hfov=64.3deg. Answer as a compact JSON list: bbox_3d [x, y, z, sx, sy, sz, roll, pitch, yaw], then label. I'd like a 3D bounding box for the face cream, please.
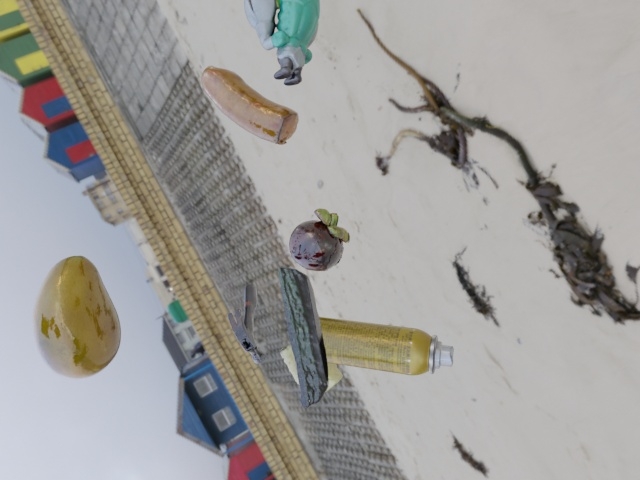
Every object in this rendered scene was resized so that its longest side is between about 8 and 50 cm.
[{"bbox_3d":[0.120,0.238,1.146,0.349,0.105,0.104,4,135,19],"label":"face cream"}]

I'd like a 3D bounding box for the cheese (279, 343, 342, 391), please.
[{"bbox_3d":[-0.027,0.354,1.450,0.167,0.123,0.094,56,170,9],"label":"cheese"}]

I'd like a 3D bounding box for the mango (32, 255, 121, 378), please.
[{"bbox_3d":[-0.571,0.186,1.196,0.211,0.173,0.317,-83,-2,-58],"label":"mango"}]

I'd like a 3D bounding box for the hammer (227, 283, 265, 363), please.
[{"bbox_3d":[-0.197,0.197,1.384,0.137,0.037,0.289,60,-174,-24],"label":"hammer"}]

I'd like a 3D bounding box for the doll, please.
[{"bbox_3d":[-0.085,-0.490,1.145,0.153,0.258,0.195,-1,143,33],"label":"doll"}]

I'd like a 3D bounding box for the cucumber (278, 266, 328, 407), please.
[{"bbox_3d":[-0.021,0.150,0.814,0.070,0.046,0.219,31,-132,-74],"label":"cucumber"}]

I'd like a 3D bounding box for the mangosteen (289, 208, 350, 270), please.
[{"bbox_3d":[0.000,0.000,1.436,0.166,0.180,0.166,35,-169,-8],"label":"mangosteen"}]

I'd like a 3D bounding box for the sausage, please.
[{"bbox_3d":[-0.180,-0.334,1.250,0.271,0.109,0.109,38,160,10],"label":"sausage"}]
